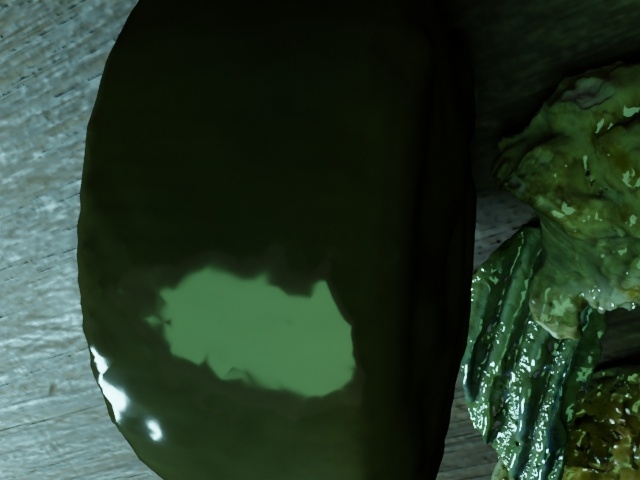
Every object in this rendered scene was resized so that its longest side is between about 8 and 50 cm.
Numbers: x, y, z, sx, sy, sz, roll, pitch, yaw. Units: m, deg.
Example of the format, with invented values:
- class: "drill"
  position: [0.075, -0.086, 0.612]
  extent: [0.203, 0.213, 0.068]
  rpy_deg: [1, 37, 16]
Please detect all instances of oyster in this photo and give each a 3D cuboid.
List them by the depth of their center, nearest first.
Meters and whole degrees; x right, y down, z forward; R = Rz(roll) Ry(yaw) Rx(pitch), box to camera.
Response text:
- class: "oyster"
  position: [0.159, -0.011, 0.568]
  extent: [0.163, 0.081, 0.191]
  rpy_deg: [40, 141, 43]

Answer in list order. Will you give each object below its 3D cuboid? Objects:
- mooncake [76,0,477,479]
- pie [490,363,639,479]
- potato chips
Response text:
- class: "mooncake"
  position: [0.000, 0.000, 0.544]
  extent: [0.156, 0.284, 0.284]
  rpy_deg: [2, 124, 13]
- class: "pie"
  position: [0.240, 0.210, 0.693]
  extent: [0.274, 0.055, 0.274]
  rpy_deg: [11, 110, 33]
- class: "potato chips"
  position: [0.135, 0.084, 0.681]
  extent: [0.092, 0.028, 0.207]
  rpy_deg: [13, 112, 16]
